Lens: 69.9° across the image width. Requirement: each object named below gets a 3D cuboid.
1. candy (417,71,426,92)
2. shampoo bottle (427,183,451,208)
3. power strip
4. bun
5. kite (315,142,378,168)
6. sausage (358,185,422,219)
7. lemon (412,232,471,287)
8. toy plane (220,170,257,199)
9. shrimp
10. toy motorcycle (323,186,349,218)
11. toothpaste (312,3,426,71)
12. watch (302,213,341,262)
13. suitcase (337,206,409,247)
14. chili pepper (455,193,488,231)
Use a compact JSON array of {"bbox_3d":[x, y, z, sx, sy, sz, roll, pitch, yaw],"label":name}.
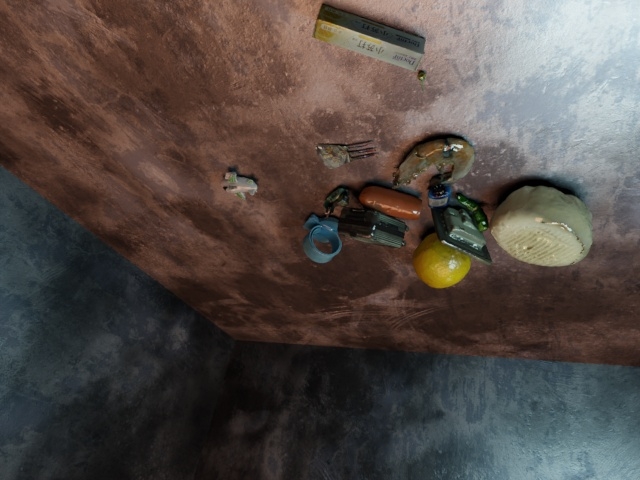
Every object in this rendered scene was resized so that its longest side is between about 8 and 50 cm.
[{"bbox_3d":[0.317,-0.487,1.416,0.023,0.025,0.083,30,169,30],"label":"candy"},{"bbox_3d":[0.463,-0.173,1.790,0.087,0.050,0.183,-9,165,10],"label":"shampoo bottle"},{"bbox_3d":[0.577,-0.043,1.846,0.251,0.257,0.092,28,124,-20],"label":"power strip"},{"bbox_3d":[0.843,-0.063,1.733,0.359,0.211,0.360,21,151,12],"label":"bun"},{"bbox_3d":[0.100,-0.333,1.758,0.245,0.015,0.141,-1,148,29],"label":"kite"},{"bbox_3d":[0.285,-0.157,1.885,0.259,0.114,0.113,14,150,-4],"label":"sausage"},{"bbox_3d":[0.542,0.090,2.065,0.245,0.245,0.320,16,152,-5],"label":"lemon"},{"bbox_3d":[-0.363,-0.242,2.030,0.174,0.080,0.174,12,150,7],"label":"toy plane"},{"bbox_3d":[0.408,-0.264,1.703,0.247,0.085,0.360,25,145,-31],"label":"shrimp"},{"bbox_3d":[0.062,-0.165,1.970,0.058,0.100,0.173,28,145,-24],"label":"toy motorcycle"},{"bbox_3d":[0.137,-0.566,1.285,0.312,0.089,0.071,17,144,-5],"label":"toothpaste"},{"bbox_3d":[0.000,0.000,2.176,0.211,0.193,0.211,8,149,5],"label":"watch"},{"bbox_3d":[0.228,-0.049,1.956,0.202,0.128,0.312,11,177,39],"label":"suitcase"},{"bbox_3d":[0.613,-0.120,1.831,0.182,0.073,0.050,50,147,7],"label":"chili pepper"}]
